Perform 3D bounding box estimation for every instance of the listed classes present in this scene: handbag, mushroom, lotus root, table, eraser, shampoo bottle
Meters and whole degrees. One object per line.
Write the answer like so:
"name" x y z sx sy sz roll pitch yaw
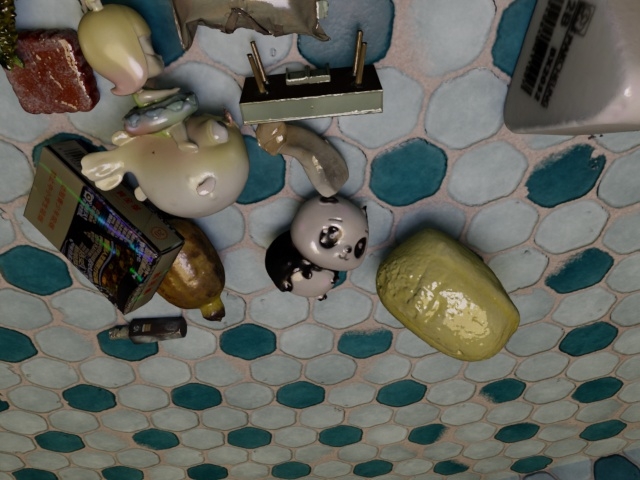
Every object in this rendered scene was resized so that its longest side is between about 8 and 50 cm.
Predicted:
"handbag" -0.115 -0.383 0.681 0.270 0.117 0.182 1 127 2
"mushroom" -0.030 -0.170 0.865 0.223 0.081 0.092 33 92 -44
"lotus root" -0.312 0.057 1.011 0.169 0.141 0.314 -19 112 25
"table" -0.019 -0.284 0.769 0.240 0.121 0.111 -6 130 1
"eraser" 0.436 -0.324 0.706 0.150 0.331 0.331 4 130 -4
"shampoo bottle" -0.477 0.251 1.234 0.207 0.057 0.063 -5 138 4

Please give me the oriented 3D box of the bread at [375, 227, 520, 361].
"bread" 0.281 0.129 1.016 0.320 0.320 0.237 31 103 -26

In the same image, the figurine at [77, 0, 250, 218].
"figurine" -0.297 -0.208 0.765 0.274 0.226 0.394 -30 120 -13

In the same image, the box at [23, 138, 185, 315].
"box" -0.437 -0.026 0.892 0.310 0.084 0.198 43 121 5

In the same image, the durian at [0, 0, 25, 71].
"durian" -0.504 -0.433 0.620 0.132 0.106 0.375 13 132 25

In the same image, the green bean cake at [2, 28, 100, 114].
"green bean cake" -0.470 -0.293 0.779 0.135 0.056 0.135 -3 131 0

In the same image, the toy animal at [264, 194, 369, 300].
"toy animal" 0.000 0.008 0.984 0.187 0.165 0.235 18 129 -41
